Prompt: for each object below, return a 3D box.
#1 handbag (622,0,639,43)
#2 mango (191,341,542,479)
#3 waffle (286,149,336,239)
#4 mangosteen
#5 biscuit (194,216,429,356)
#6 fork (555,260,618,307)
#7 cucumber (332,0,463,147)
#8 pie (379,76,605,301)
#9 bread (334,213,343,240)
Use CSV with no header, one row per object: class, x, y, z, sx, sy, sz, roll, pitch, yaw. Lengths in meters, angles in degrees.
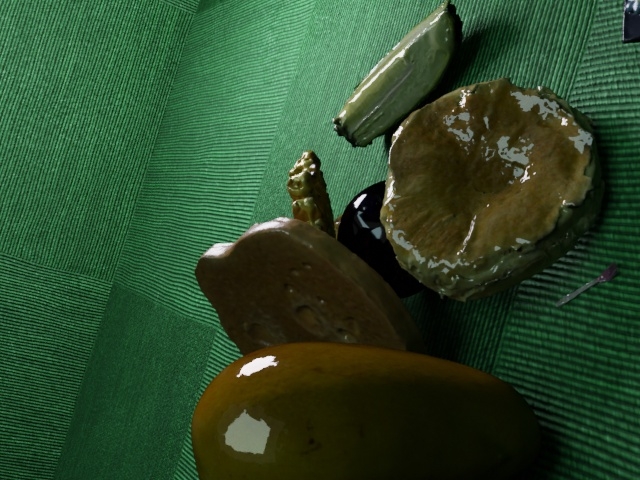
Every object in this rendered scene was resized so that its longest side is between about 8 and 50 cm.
handbag,0.500,-0.389,0.971,0.303,0.122,0.329,-13,64,57
mango,0.062,0.240,1.045,0.300,0.446,0.232,167,103,-72
waffle,0.002,0.011,1.441,0.329,0.062,0.329,-11,-90,-86
mangosteen,0.111,-0.008,1.365,0.194,0.194,0.230,-68,18,7
biscuit,-0.007,0.134,1.324,0.365,0.385,0.062,-20,21,45
fork,0.347,0.059,1.089,0.115,0.012,0.016,-48,32,45
cucumber,0.163,-0.307,1.537,0.325,0.105,0.145,-43,12,41
pie,0.230,-0.082,1.178,0.340,0.083,0.339,-12,62,25
bread,0.059,-0.028,1.594,0.110,0.060,0.066,-36,13,47
